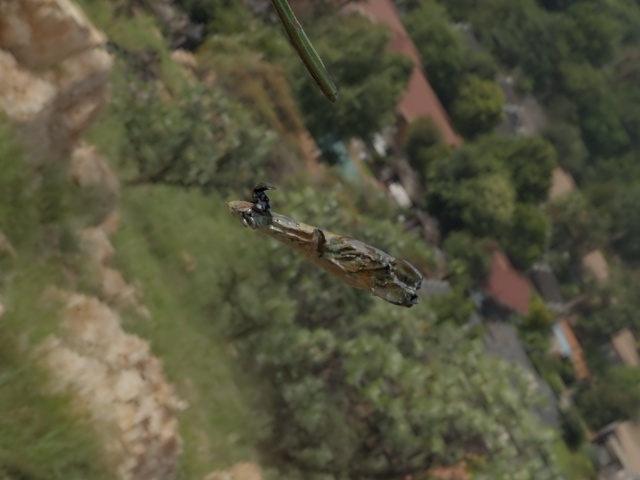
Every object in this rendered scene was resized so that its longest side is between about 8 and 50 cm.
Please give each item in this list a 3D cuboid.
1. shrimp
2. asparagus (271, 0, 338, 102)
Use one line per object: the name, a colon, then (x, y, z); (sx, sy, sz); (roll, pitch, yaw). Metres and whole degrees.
shrimp: (0.000, 0.000, 1.324); (0.152, 0.046, 0.219); (31, -3, -42)
asparagus: (-0.025, -0.150, 0.911); (0.013, 0.016, 0.166); (-99, 162, -53)
